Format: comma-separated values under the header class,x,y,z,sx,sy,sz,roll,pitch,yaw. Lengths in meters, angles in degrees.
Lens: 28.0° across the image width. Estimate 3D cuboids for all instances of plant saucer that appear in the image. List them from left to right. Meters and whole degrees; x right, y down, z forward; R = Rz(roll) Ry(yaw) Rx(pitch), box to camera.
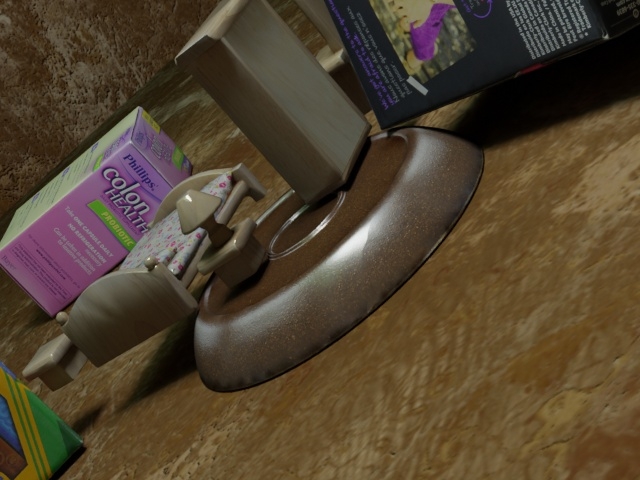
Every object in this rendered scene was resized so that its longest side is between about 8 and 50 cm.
class,x,y,z,sx,sy,sz,roll,pitch,yaw
plant saucer,0.000,0.000,1.092,0.310,0.050,0.310,-38,17,14

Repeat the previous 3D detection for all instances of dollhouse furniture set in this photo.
class,x,y,z,sx,sy,sz,roll,pitch,yaw
dollhouse furniture set,-0.143,-0.070,1.199,0.355,0.174,0.303,-30,19,33

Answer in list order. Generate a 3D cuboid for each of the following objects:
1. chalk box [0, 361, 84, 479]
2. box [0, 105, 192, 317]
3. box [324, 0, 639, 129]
class,x,y,z,sx,sy,sz,roll,pitch,yaw
chalk box,-0.394,0.142,1.175,0.179,0.289,0.180,-46,18,-16
box,-0.304,-0.044,1.749,0.243,0.117,0.213,-40,16,8
box,0.154,-0.210,1.047,0.165,0.143,0.270,-29,7,-35
